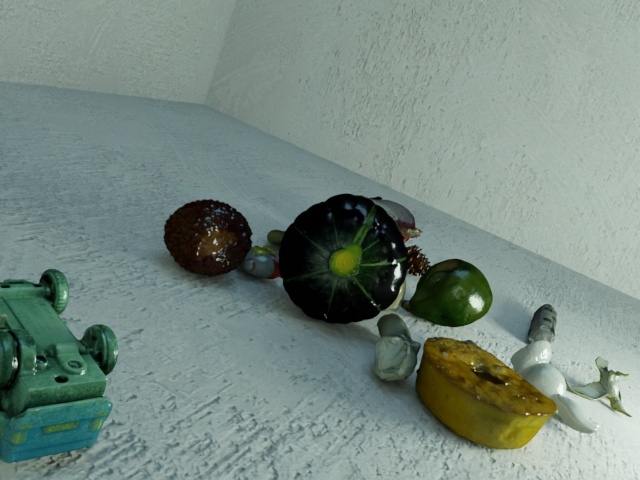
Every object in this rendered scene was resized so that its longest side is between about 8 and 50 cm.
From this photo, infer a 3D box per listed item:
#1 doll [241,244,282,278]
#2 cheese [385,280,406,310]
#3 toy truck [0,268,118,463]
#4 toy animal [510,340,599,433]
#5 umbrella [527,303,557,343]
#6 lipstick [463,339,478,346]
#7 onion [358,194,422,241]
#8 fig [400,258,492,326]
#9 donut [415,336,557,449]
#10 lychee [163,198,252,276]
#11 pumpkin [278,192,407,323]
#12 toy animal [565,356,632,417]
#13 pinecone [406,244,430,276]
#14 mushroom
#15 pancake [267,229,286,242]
[{"bbox_3d":[-0.184,0.035,1.590,0.245,0.076,0.142,24,16,25],"label":"doll"},{"bbox_3d":[0.123,0.100,1.679,0.218,0.117,0.235,14,18,-28],"label":"cheese"},{"bbox_3d":[-0.382,0.146,0.828,0.155,0.156,0.279,3,23,-47],"label":"toy truck"},{"bbox_3d":[0.508,0.347,1.440,0.220,0.131,0.103,66,6,33],"label":"toy animal"},{"bbox_3d":[0.675,0.250,1.956,0.067,0.073,0.337,56,22,5],"label":"umbrella"},{"bbox_3d":[0.334,0.274,1.497,0.048,0.048,0.158,25,17,14],"label":"lipstick"},{"bbox_3d":[0.191,-0.022,2.082,0.267,0.159,0.349,0,22,-24],"label":"onion"},{"bbox_3d":[0.326,0.153,1.716,0.245,0.195,0.195,-25,35,-17],"label":"fig"},{"bbox_3d":[0.311,0.300,1.273,0.278,0.108,0.277,19,16,-5],"label":"donut"},{"bbox_3d":[-0.262,-0.006,1.466,0.188,0.188,0.188,19,16,-6],"label":"lychee"},{"bbox_3d":[0.051,0.045,1.485,0.296,0.295,0.296,19,16,-6],"label":"pumpkin"},{"bbox_3d":[0.723,0.364,1.609,0.219,0.095,0.155,12,14,-26],"label":"toy animal"},{"bbox_3d":[0.296,0.063,2.049,0.109,0.102,0.102,22,16,-8],"label":"pinecone"},{"bbox_3d":[0.157,0.226,1.370,0.096,0.099,0.278,33,12,1],"label":"mushroom"},{"bbox_3d":[0.000,0.000,1.852,0.295,0.049,0.294,6,-2,0],"label":"pancake"}]
